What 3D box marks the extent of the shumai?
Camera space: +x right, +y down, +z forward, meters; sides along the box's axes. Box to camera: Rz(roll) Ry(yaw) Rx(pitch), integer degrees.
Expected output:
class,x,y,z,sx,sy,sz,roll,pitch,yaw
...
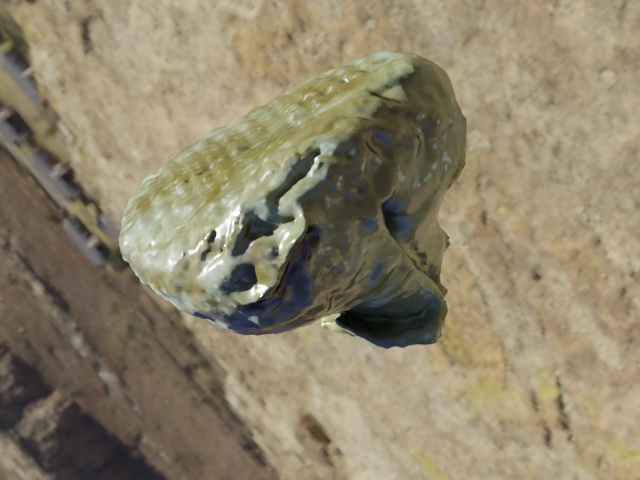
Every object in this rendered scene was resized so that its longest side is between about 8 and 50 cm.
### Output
class,x,y,z,sx,sy,sz,roll,pitch,yaw
shumai,-0.003,0.004,0.604,0.142,0.184,0.184,57,158,-20
